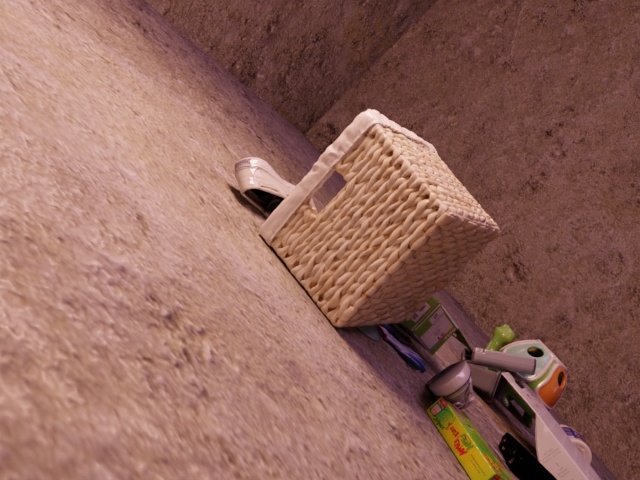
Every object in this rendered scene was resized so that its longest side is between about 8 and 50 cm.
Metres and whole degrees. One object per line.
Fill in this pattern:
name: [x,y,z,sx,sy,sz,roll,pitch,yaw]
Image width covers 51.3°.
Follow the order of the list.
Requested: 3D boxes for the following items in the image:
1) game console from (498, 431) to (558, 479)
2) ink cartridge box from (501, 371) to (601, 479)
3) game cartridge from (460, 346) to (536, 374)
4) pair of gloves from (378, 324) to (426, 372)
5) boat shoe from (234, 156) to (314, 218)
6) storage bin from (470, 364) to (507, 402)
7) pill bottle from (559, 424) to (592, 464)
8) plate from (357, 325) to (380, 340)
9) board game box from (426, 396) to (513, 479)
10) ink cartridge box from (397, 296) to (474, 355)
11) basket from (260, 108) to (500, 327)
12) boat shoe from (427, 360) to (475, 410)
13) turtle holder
game console: [0.503,0.570,1.426,0.213,0.044,0.361,44,9,-11]
ink cartridge box: [0.619,0.546,1.852,0.385,0.091,0.308,53,12,22]
game cartridge: [0.544,0.366,2.027,0.198,0.062,0.297,14,-8,7]
pair of gloves: [0.177,0.223,1.541,0.159,0.023,0.198,41,9,-27]
boat shoe: [-0.094,-0.085,1.464,0.267,0.096,0.088,43,35,-55]
storage bin: [0.479,0.410,1.927,0.091,0.098,0.135,19,-5,29]
pill bottle: [0.793,0.662,2.141,0.112,0.112,0.186,46,9,3]
plate: [0.069,0.136,1.420,0.188,0.024,0.188,45,8,-8]
board game box: [0.273,0.378,1.217,0.092,0.043,0.181,38,11,-39]
ink cartridge box: [0.250,0.203,1.646,0.189,0.097,0.255,39,-8,48]
basket: [0.125,-0.026,1.315,0.266,0.328,0.331,52,21,25]
boat shoe: [0.277,0.302,1.356,0.084,0.095,0.258,54,2,12]
turtle holder: [0.696,0.448,2.275,0.243,0.227,0.320,44,9,-11]
